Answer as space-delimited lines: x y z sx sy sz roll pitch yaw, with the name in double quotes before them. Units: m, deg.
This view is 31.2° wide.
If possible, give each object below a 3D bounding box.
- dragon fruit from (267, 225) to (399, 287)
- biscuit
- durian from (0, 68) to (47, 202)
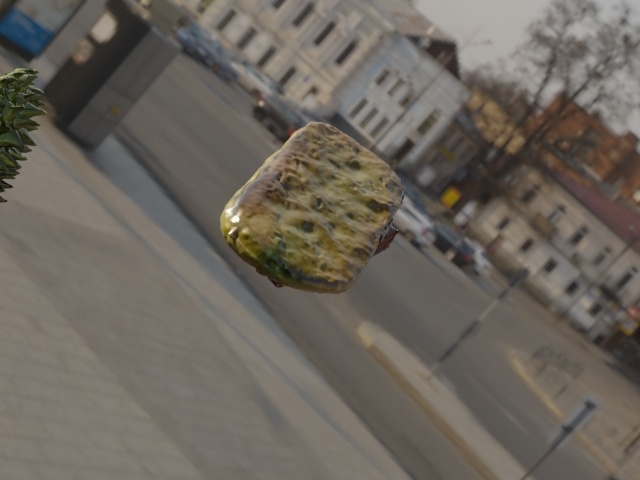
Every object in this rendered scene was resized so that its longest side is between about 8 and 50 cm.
"dragon fruit" -0.001 -0.002 1.142 0.063 0.131 0.097 46 -4 45
"biscuit" -0.001 -0.029 0.943 0.118 0.029 0.247 34 32 1
"durian" -0.405 -0.061 1.086 0.169 0.356 0.157 37 -28 32
